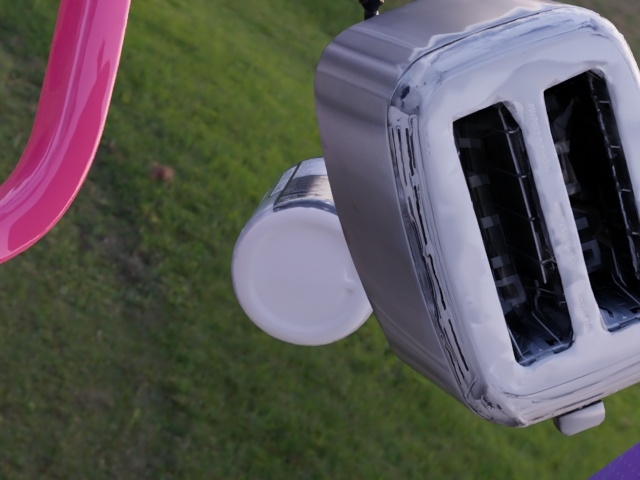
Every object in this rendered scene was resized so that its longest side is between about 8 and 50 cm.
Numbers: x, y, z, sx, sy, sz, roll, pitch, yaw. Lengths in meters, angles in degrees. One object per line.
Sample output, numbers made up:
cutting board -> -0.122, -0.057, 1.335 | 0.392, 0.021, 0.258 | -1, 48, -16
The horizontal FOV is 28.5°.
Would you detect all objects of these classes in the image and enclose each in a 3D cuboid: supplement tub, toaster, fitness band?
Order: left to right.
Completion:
fitness band -> -0.202, -0.123, 0.652 | 0.209, 0.291, 0.054 | 16, -8, -38
supplement tub -> 0.000, 0.000, 1.014 | 0.117, 0.117, 0.190 | 27, 18, -1
toaster -> 0.081, -0.025, 0.575 | 0.129, 0.227, 0.146 | -19, 16, -9

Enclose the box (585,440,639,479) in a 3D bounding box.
box -> 0.291, 0.213, 0.881 | 0.200, 0.293, 0.057 | 28, 51, -6
